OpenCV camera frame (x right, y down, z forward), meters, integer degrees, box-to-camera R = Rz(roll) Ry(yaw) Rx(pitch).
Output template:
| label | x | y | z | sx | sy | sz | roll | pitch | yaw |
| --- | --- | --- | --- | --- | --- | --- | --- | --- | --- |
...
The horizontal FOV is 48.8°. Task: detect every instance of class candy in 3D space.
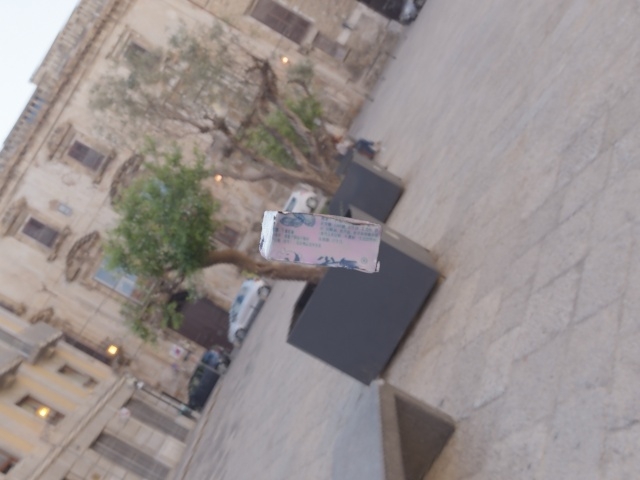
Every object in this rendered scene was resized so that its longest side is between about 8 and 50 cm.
| label | x | y | z | sx | sy | sz | roll | pitch | yaw |
| --- | --- | --- | --- | --- | --- | --- | --- | --- | --- |
| candy | 0.000 | 0.000 | 0.966 | 0.092 | 0.160 | 0.073 | -158 | 75 | -80 |
